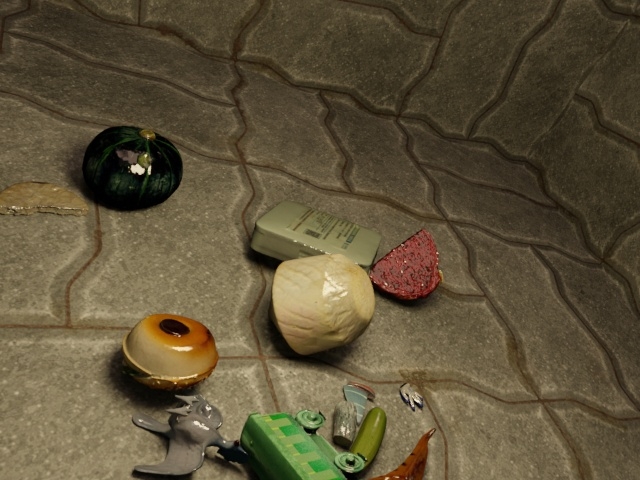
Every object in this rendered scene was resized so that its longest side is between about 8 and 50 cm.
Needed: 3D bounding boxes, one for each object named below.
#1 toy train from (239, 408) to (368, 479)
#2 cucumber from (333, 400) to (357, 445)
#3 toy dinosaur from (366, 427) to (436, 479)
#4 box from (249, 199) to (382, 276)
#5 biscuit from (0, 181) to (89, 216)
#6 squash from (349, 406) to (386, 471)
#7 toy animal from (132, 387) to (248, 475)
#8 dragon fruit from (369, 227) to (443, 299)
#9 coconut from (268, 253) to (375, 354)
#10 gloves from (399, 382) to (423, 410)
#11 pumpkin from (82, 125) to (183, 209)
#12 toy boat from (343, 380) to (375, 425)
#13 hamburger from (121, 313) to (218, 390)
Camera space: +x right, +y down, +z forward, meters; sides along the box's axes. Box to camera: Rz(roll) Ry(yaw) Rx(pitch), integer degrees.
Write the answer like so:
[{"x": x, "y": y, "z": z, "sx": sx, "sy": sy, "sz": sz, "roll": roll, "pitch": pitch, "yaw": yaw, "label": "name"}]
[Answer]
[{"x": -0.035, "y": 0.491, "z": 1.297, "sx": 0.202, "sy": 0.120, "sz": 0.301, "roll": 2, "pitch": 20, "yaw": -38, "label": "toy train"}, {"x": 0.064, "y": 0.473, "z": 1.508, "sx": 0.064, "sy": 0.064, "sz": 0.112, "roll": 21, "pitch": 35, "yaw": -11, "label": "cucumber"}, {"x": 0.195, "y": 0.609, "z": 1.390, "sx": 0.432, "sy": 0.097, "sz": 0.208, "roll": -7, "pitch": 40, "yaw": -41, "label": "toy dinosaur"}, {"x": 0.000, "y": 0.001, "z": 1.967, "sx": 0.396, "sy": 0.111, "sz": 0.396, "roll": 20, "pitch": 20, "yaw": 7, "label": "box"}, {"x": -0.815, "y": -0.123, "z": 1.704, "sx": 0.250, "sy": 0.032, "sz": 0.133, "roll": -1, "pitch": 43, "yaw": -37, "label": "biscuit"}, {"x": 0.119, "y": 0.514, "z": 1.487, "sx": 0.066, "sy": 0.066, "sz": 0.252, "roll": 33, "pitch": 31, "yaw": 7, "label": "squash"}, {"x": -0.290, "y": 0.432, "z": 1.295, "sx": 0.255, "sy": 0.176, "sz": 0.239, "roll": -1, "pitch": 24, "yaw": 18, "label": "toy animal"}, {"x": 0.307, "y": 0.133, "z": 2.089, "sx": 0.317, "sy": 0.152, "sz": 0.205, "roll": -32, "pitch": 73, "yaw": -27, "label": "dragon fruit"}, {"x": -0.015, "y": 0.179, "z": 1.668, "sx": 0.328, "sy": 0.329, "sz": 0.329, "roll": 19, "pitch": 34, "yaw": -14, "label": "coconut"}, {"x": 0.265, "y": 0.458, "z": 1.712, "sx": 0.086, "sy": 0.026, "sz": 0.064, "roll": 45, "pitch": 37, "yaw": 16, "label": "gloves"}, {"x": -0.586, "y": -0.244, "z": 1.855, "sx": 0.315, "sy": 0.238, "sz": 0.315, "roll": 19, "pitch": 29, "yaw": -11, "label": "pumpkin"}, {"x": 0.099, "y": 0.443, "z": 1.603, "sx": 0.096, "sy": 0.034, "sz": 0.122, "roll": 23, "pitch": 34, "yaw": 2, "label": "toy boat"}, {"x": -0.353, "y": 0.265, "z": 1.391, "sx": 0.237, "sy": 0.147, "sz": 0.237, "roll": 16, "pitch": 15, "yaw": -5, "label": "hamburger"}]
